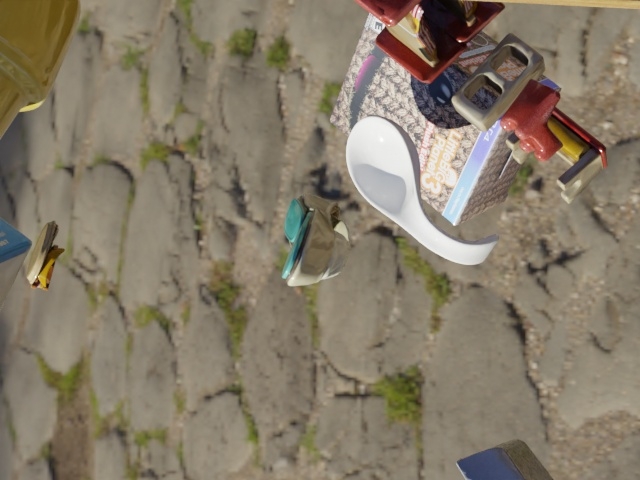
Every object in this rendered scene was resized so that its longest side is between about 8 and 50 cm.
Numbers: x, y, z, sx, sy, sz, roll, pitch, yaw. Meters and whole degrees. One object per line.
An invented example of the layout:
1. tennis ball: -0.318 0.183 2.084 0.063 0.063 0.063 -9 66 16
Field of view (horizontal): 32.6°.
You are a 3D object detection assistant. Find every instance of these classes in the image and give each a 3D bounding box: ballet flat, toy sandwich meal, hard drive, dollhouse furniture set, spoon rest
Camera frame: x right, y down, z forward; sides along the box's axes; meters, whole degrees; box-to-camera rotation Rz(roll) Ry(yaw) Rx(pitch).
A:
1. ballet flat: 0.000 0.000 1.335 0.248 0.086 0.086 -92 20 -70
2. toy sandwich meal: -0.312 0.019 1.255 0.085 0.029 0.085 -52 25 38
3. hard drive: 0.236 0.310 1.077 0.054 0.172 0.254 -37 73 12
4. dollhouse furniture set: 0.213 -0.240 1.362 0.152 0.201 0.374 -47 67 2
5. spoon rest: 0.132 -0.070 1.589 0.276 0.084 0.137 46 134 21

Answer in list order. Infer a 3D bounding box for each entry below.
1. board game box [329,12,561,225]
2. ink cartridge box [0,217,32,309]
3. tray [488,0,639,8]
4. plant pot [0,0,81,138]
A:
1. board game box: 0.189 -0.212 1.732 0.291 0.141 0.232 41 133 25
2. ink cartridge box: -0.531 -0.016 1.042 0.395 0.285 0.166 36 115 10
3. tray: 0.204 -0.300 0.961 0.203 0.411 0.076 115 150 -60
4. plant pot: -0.328 -0.109 0.768 0.254 0.254 0.239 1 70 57
